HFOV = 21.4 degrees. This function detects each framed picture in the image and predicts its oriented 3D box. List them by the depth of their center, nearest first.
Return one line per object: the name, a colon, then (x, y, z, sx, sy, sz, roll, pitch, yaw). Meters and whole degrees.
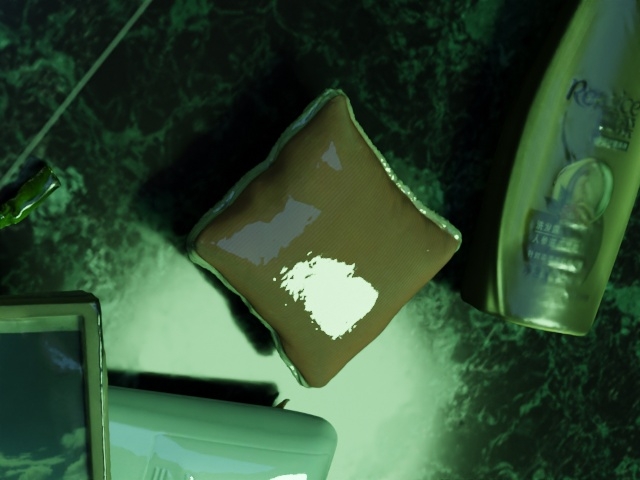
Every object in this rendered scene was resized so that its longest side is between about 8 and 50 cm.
framed picture: (-0.241, 0.161, 1.186, 0.189, 0.023, 0.260, -1, 108, -3)

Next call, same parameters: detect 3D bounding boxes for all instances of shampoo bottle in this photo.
shampoo bottle: (0.211, -0.103, 1.353, 0.125, 0.084, 0.350, 13, 97, -29)

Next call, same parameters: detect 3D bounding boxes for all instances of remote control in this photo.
remote control: (-0.128, 0.165, 1.256, 0.293, 0.051, 0.103, 11, 105, -23)

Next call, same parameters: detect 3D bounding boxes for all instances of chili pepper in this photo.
chili pepper: (-0.218, -0.024, 1.181, 0.083, 0.022, 0.027, -31, 150, -18)

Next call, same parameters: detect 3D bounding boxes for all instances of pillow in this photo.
pillow: (0.000, 0.000, 1.272, 0.171, 0.075, 0.179, -46, 121, -10)

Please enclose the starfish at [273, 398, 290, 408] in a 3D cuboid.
starfish: (-0.055, 0.161, 1.328, 0.092, 0.016, 0.086, 14, 96, -28)
